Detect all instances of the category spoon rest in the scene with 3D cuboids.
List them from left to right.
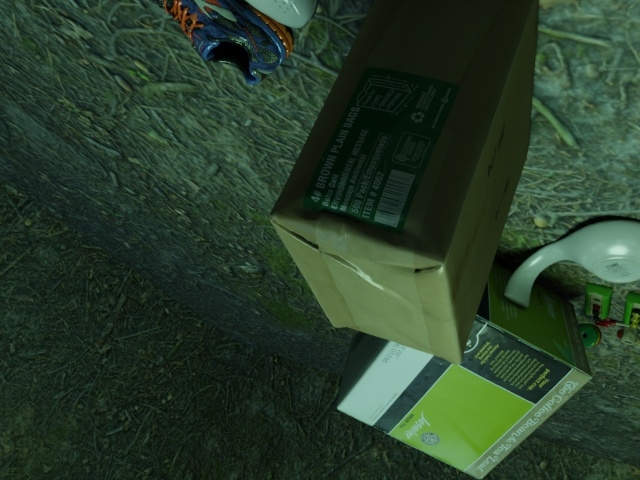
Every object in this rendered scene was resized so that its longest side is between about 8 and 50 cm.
[{"bbox_3d":[0.416,0.031,1.013,0.137,0.084,0.276,31,146,-22],"label":"spoon rest"}]

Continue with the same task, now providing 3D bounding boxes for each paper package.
[{"bbox_3d":[0.114,-0.071,0.703,0.168,0.325,0.309,15,158,22],"label":"paper package"}]

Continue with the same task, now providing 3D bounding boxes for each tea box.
[{"bbox_3d":[0.258,0.217,1.205,0.323,0.220,0.329,29,122,-5],"label":"tea box"}]

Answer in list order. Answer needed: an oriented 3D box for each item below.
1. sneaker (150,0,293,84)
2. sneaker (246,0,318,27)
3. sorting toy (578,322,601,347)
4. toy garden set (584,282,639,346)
[{"bbox_3d":[-0.142,-0.279,0.812,0.221,0.087,0.083,28,160,-10],"label":"sneaker"},{"bbox_3d":[-0.138,-0.307,0.672,0.297,0.129,0.111,29,158,-17],"label":"sneaker"},{"bbox_3d":[0.439,0.206,1.320,0.046,0.132,0.274,6,-174,-41],"label":"sorting toy"},{"bbox_3d":[0.604,0.168,1.160,0.244,0.049,0.204,14,158,27],"label":"toy garden set"}]
